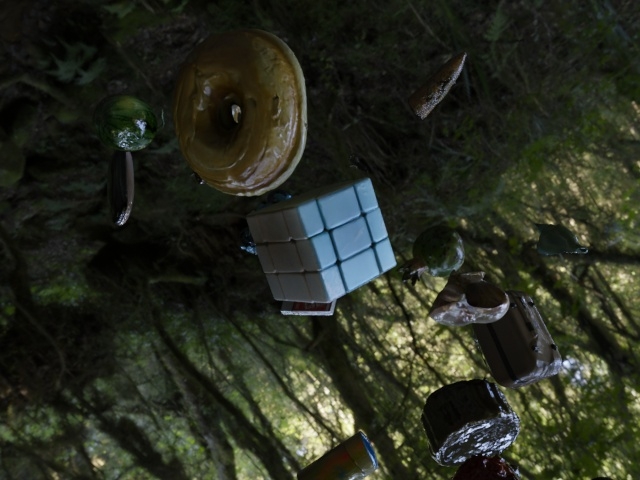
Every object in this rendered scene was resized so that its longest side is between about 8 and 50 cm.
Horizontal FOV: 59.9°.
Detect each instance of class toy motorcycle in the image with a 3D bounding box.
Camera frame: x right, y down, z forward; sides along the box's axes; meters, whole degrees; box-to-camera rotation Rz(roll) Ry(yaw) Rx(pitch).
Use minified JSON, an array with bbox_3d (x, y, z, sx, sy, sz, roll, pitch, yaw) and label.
[{"bbox_3d":[-0.167,-0.057,1.999,0.272,0.182,0.123,-55,159,-19],"label":"toy motorcycle"}]

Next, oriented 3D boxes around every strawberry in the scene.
[{"bbox_3d":[0.438,0.680,1.402,0.258,0.261,0.261,-44,-164,0],"label":"strawberry"}]

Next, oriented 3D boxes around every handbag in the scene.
[{"bbox_3d":[0.623,0.345,1.848,0.283,0.149,0.301,120,-40,-49],"label":"handbag"}]

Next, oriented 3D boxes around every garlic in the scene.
[{"bbox_3d":[0.331,0.140,1.232,0.175,0.124,0.099,2,-147,4],"label":"garlic"}]

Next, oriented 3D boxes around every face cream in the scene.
[{"bbox_3d":[0.066,0.772,1.877,0.285,0.139,0.067,-39,178,12],"label":"face cream"}]

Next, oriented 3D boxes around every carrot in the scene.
[{"bbox_3d":[0.409,-0.545,1.915,0.263,0.102,0.101,-48,-171,35],"label":"carrot"}]

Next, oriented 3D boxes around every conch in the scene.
[{"bbox_3d":[0.582,-0.006,1.380,0.088,0.065,0.180,-12,-154,-12],"label":"conch"}]

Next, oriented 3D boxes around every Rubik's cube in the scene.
[{"bbox_3d":[0.000,0.000,1.811,0.322,0.315,0.319,-23,-169,-35],"label":"Rubik's cube"}]

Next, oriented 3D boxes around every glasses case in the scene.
[{"bbox_3d":[-0.709,-0.198,1.969,0.122,0.075,0.314,-44,-132,39],"label":"glasses case"}]

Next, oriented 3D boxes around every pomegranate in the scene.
[{"bbox_3d":[0.468,0.064,2.272,0.231,0.230,0.286,-21,-167,48],"label":"pomegranate"}]

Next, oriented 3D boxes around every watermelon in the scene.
[{"bbox_3d":[-0.456,-0.281,1.350,0.141,0.140,0.187,-30,163,30],"label":"watermelon"}]

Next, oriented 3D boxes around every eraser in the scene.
[{"bbox_3d":[-0.041,0.233,2.292,0.231,0.038,0.157,-3,-128,26],"label":"eraser"}]

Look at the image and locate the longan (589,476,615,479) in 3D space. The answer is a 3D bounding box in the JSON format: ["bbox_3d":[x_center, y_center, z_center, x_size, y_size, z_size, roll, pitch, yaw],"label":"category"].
[{"bbox_3d":[0.620,0.563,1.198,0.119,0.106,0.106,-17,-166,-8],"label":"longan"}]

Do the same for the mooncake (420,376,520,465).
[{"bbox_3d":[0.500,0.617,1.896,0.324,0.324,0.187,-36,-137,13],"label":"mooncake"}]

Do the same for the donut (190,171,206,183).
[{"bbox_3d":[-0.325,-0.268,1.785,0.085,0.141,0.217,-115,-146,-41],"label":"donut"}]

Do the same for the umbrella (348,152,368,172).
[{"bbox_3d":[0.130,-0.264,1.966,0.044,0.044,0.269,-49,-160,11],"label":"umbrella"}]

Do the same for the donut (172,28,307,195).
[{"bbox_3d":[-0.217,-0.338,1.488,0.449,0.448,0.198,-30,173,30],"label":"donut"}]
